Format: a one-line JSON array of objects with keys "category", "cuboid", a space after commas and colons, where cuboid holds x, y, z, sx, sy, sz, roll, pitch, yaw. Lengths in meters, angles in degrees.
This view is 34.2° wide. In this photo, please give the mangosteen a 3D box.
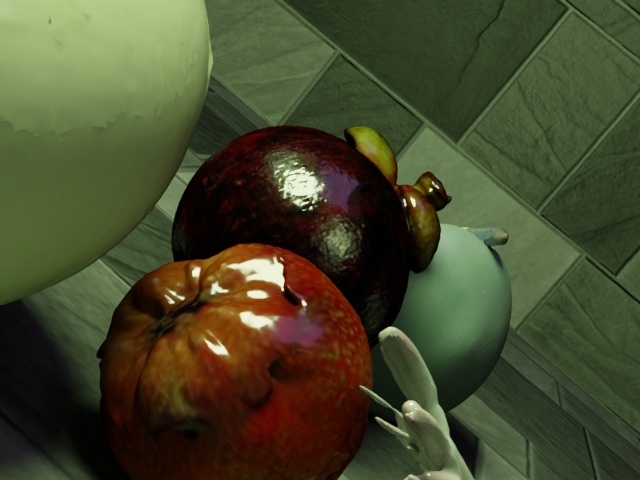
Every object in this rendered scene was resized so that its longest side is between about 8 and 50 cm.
[{"category": "mangosteen", "cuboid": [0.000, 0.000, 0.919, 0.228, 0.265, 0.228, 51, -26, 37]}]

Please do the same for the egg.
[{"category": "egg", "cuboid": [-0.212, -0.096, 0.537, 0.283, 0.283, 0.345, 41, 22, 7]}]

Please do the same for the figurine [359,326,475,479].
[{"category": "figurine", "cuboid": [0.074, 0.212, 0.471, 0.315, 0.206, 0.284, 40, -2, 32]}]

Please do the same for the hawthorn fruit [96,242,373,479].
[{"category": "hawthorn fruit", "cuboid": [-0.049, 0.096, 0.636, 0.173, 0.179, 0.173, 3, 33, -2]}]

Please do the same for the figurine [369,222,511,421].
[{"category": "figurine", "cuboid": [0.009, 0.052, 1.124, 0.381, 0.225, 0.205, 18, 22, 25]}]
